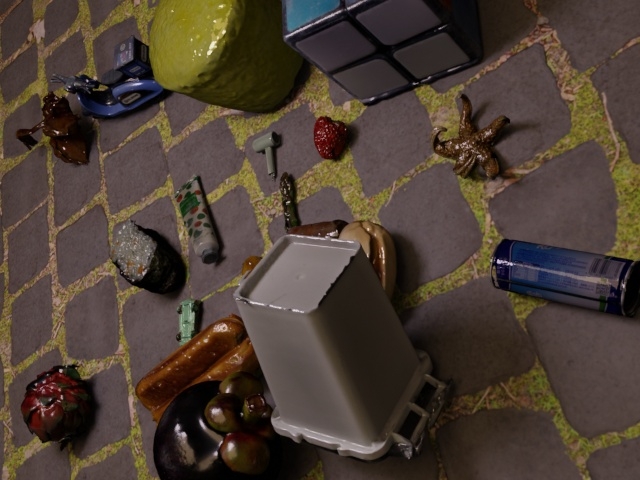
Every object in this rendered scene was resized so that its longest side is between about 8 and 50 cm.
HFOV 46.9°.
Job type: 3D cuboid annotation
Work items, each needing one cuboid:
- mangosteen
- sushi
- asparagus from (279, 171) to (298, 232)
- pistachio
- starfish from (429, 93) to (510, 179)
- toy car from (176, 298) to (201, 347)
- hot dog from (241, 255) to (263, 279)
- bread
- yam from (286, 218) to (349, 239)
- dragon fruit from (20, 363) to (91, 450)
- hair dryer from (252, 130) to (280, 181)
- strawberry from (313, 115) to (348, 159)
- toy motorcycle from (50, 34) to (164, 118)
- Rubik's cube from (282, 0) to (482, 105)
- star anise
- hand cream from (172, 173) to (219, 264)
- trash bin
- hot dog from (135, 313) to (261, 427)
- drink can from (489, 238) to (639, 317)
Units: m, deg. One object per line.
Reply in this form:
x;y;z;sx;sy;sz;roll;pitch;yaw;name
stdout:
-0.185;0.392;1.446;0.302;0.275;0.275;-51;48;36;mangosteen
-0.444;0.047;1.872;0.225;0.126;0.136;37;97;41;sushi
-0.074;-0.088;1.704;0.036;0.030;0.165;-38;53;50;asparagus
0.092;0.057;1.477;0.145;0.117;0.200;147;121;-68;pistachio
0.303;-0.191;1.430;0.146;0.074;0.190;-46;52;16;starfish
-0.316;0.201;1.776;0.059;0.035;0.122;-10;76;34;toy car
-0.081;0.118;1.610;0.289;0.068;0.083;33;102;39;hot dog
-0.226;-0.489;1.787;0.348;0.308;0.348;-13;70;39;bread
0.000;-0.002;1.588;0.141;0.079;0.079;-8;69;35;yam
-0.670;0.420;1.875;0.182;0.182;0.188;-34;55;23;dragon fruit
-0.126;-0.199;1.787;0.063;0.038;0.124;-20;70;32;hair dryer
0.021;-0.230;1.659;0.083;0.083;0.096;2;81;37;strawberry
-0.595;-0.449;2.110;0.358;0.213;0.125;-19;64;31;toy motorcycle
0.124;-0.519;1.530;0.316;0.313;0.318;-16;65;32;Rubik's cube
-0.818;-0.332;2.262;0.346;0.148;0.237;-2;115;45;star anise
-0.312;-0.053;1.856;0.095;0.059;0.276;-40;49;16;hand cream
0.035;0.185;1.280;0.296;0.367;0.256;8;43;36;trash bin
-0.265;0.300;1.647;0.349;0.117;0.158;-40;74;21;hot dog
0.412;0.060;1.242;0.235;0.097;0.097;10;80;39;drink can
